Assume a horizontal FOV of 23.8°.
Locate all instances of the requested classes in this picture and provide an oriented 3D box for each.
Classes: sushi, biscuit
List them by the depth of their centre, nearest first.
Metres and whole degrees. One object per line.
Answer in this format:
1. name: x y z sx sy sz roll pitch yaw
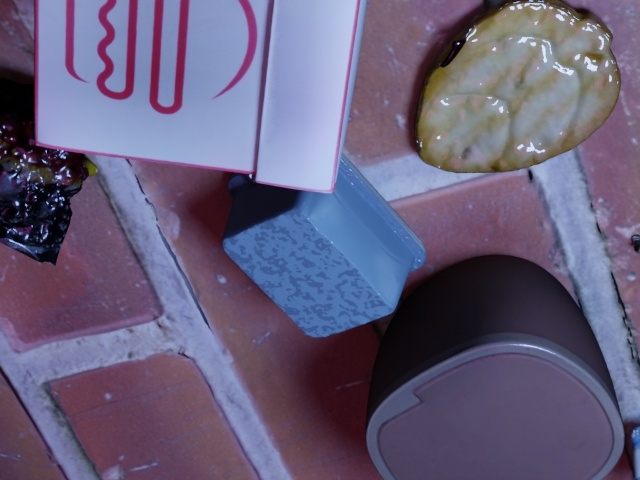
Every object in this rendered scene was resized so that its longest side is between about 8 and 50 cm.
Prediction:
1. sushi: -0.335 -0.097 1.704 0.172 0.153 0.150 29 109 -29
2. biscuit: 0.212 -0.166 1.704 0.260 0.041 0.203 -37 120 26

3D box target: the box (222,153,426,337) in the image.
1. box: 0.000 0.000 1.775 0.162 0.130 0.227 -22 123 35

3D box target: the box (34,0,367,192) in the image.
1. box: -0.102 -0.269 1.472 0.300 0.314 0.312 8 126 -1

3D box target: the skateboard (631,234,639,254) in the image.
1. skateboard: 0.416 0.026 1.841 0.064 0.032 0.083 -18 121 3

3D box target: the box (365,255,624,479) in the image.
1. box: 0.204 0.175 1.843 0.301 0.216 0.301 0 125 0

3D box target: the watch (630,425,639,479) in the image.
1. watch: 0.522 0.292 1.955 0.193 0.211 0.211 28 124 -38
